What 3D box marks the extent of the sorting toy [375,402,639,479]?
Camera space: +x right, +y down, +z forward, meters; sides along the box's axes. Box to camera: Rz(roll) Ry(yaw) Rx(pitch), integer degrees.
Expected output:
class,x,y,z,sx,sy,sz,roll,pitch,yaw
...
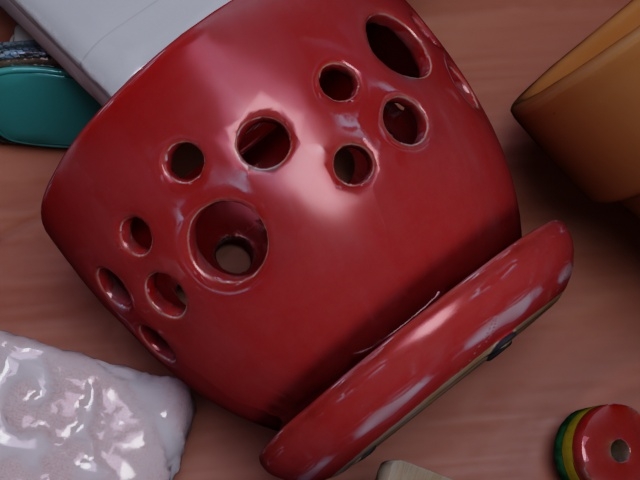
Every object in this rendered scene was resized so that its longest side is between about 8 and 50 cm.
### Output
class,x,y,z,sx,sy,sz,roll,pitch,yaw
sorting toy,0.073,0.185,0.542,0.132,0.046,0.275,24,68,-18

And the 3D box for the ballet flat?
class,x,y,z,sx,sy,sz,roll,pitch,yaw
ballet flat,-0.174,-0.084,0.650,0.188,0.070,0.070,-2,69,-8

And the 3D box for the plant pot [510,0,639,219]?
class,x,y,z,sx,sy,sz,roll,pitch,yaw
plant pot,0.263,-0.070,0.568,0.291,0.291,0.203,-39,92,-16

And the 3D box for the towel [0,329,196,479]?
class,x,y,z,sx,sy,sz,roll,pitch,yaw
towel,-0.252,0.172,0.550,0.316,0.053,0.332,17,70,3

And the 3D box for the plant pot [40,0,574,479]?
class,x,y,z,sx,sy,sz,roll,pitch,yaw
plant pot,0.000,0.000,0.559,0.191,0.191,0.174,-35,79,-15

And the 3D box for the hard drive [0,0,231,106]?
class,x,y,z,sx,sy,sz,roll,pitch,yaw
hard drive,-0.102,-0.201,0.655,0.203,0.040,0.307,-37,57,-15
